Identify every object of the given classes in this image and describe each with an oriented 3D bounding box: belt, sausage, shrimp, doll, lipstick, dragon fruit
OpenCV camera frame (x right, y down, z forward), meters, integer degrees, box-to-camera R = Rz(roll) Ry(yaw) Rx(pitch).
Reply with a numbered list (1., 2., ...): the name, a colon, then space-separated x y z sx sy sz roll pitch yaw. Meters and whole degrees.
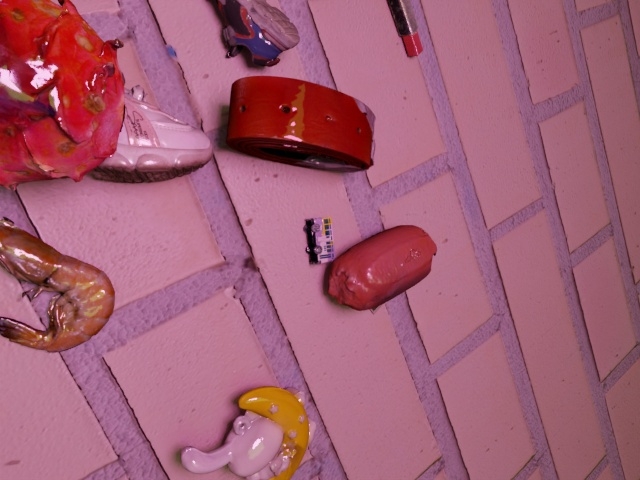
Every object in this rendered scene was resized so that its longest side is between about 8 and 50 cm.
1. belt: -0.027 -0.213 0.840 0.323 0.227 0.115 6 91 -41
2. sausage: 0.143 0.058 0.977 0.279 0.152 0.152 -25 103 -27
3. shrimp: -0.486 0.072 0.695 0.296 0.058 0.169 39 76 -27
4. doll: -0.122 0.403 0.869 0.252 0.111 0.237 -40 124 -23
5. lipstick: 0.183 -0.601 1.043 0.051 0.051 0.312 -31 107 -25
6. dragon fruit: -0.334 -0.176 0.540 0.161 0.126 0.274 23 95 -19

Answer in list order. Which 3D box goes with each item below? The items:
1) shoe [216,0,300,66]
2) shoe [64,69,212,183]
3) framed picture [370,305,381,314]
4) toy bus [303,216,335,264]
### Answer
1. shoe: -0.153 -0.426 0.851 0.227 0.125 0.099 40 34 1
2. shoe: -0.350 -0.199 0.692 0.350 0.171 0.198 -1 92 -28
3. framed picture: 0.140 0.128 1.059 0.089 0.006 0.066 -45 111 -20
4. toy bus: 0.000 0.000 0.956 0.058 0.052 0.102 -8 93 -27
